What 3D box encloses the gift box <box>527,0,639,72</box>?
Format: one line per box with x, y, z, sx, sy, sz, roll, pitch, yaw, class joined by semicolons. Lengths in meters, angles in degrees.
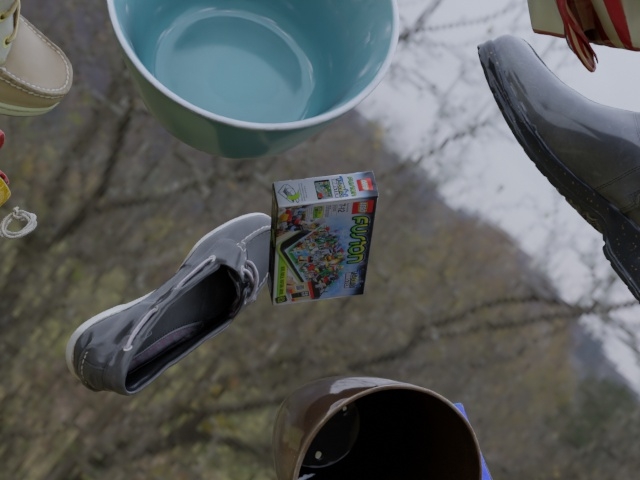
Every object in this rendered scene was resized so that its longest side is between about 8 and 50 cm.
0.255;-0.261;0.993;0.276;0.258;0.255;-157;-129;-70;gift box

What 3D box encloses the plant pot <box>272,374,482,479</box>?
0.033;0.234;1.727;0.215;0.215;0.230;37;-4;-22;plant pot

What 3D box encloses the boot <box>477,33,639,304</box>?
0.304;-0.092;1.329;0.338;0.223;0.118;55;11;18;boot

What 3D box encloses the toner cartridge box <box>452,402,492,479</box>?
0.149;0.364;1.992;0.347;0.165;0.075;-108;-163;-48;toner cartridge box

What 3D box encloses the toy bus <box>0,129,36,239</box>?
-0.431;-0.077;1.722;0.104;0.202;0.191;72;2;-45;toy bus

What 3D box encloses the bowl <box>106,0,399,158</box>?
-0.083;-0.212;1.682;0.311;0.311;0.163;38;-29;8;bowl

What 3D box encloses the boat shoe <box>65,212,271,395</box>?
-0.147;0.082;1.851;0.095;0.335;0.112;23;-44;40;boat shoe

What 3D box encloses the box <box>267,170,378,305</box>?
0.000;0.000;1.773;0.207;0.114;0.036;95;-14;-56;box

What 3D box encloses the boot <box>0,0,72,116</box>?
-0.193;-0.168;0.978;0.213;0.165;0.077;35;37;-45;boot
